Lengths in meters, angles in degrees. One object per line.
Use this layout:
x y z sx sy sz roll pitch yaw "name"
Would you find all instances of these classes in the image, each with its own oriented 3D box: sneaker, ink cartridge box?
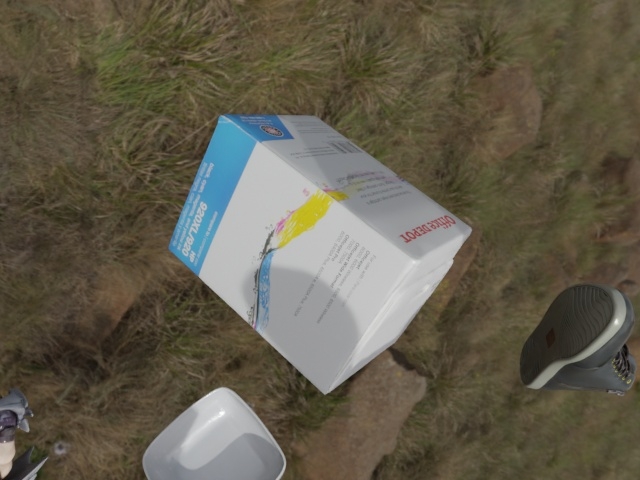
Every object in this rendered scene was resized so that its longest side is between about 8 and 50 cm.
0.324 0.116 0.627 0.222 0.118 0.083 95 2 -61 "sneaker"
0.000 0.000 0.571 0.171 0.232 0.168 -18 142 -57 "ink cartridge box"

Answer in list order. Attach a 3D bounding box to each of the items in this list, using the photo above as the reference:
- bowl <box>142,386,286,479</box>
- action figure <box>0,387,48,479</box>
-0.124 0.268 0.658 0.142 0.142 0.053 -39 154 -17 "bowl"
-0.355 0.169 0.477 0.185 0.099 0.285 -44 133 -52 "action figure"
